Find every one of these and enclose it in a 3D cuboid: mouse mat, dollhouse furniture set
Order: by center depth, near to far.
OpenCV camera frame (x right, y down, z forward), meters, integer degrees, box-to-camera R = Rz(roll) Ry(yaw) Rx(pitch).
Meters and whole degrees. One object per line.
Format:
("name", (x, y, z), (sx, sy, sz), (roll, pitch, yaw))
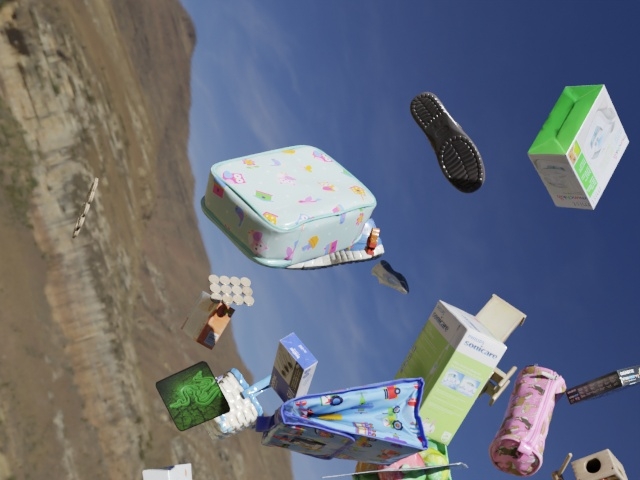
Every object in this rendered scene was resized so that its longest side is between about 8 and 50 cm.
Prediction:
("mouse mat", (-0.339, 0.413, 1.924), (0.153, 0.189, 0.007), (62, 24, -1))
("dollhouse furniture set", (0.459, 0.295, 2.042), (0.212, 0.161, 0.242), (36, -34, 23))

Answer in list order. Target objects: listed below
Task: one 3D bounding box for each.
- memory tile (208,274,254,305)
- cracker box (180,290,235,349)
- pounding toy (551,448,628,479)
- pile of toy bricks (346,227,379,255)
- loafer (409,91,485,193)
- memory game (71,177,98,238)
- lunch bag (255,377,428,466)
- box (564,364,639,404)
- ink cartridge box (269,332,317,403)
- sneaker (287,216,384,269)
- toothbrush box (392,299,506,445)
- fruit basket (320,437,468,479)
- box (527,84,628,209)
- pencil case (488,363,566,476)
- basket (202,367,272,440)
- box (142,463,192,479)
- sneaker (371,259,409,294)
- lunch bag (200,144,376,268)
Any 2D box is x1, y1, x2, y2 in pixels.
("memory tile", (-0.289, 0.162, 2.350), (0.012, 0.148, 0.113), (-57, -143, 40))
("cracker box", (-0.389, 0.270, 2.495), (0.067, 0.156, 0.232), (34, -9, -24))
("pounding toy", (0.838, 0.748, 2.300), (0.181, 0.206, 0.094), (45, 26, -34))
("pile of toy bricks", (0.072, -0.053, 1.622), (0.212, 0.118, 0.105), (-114, -142, -68))
("loafer", (0.431, -0.328, 2.403), (0.366, 0.133, 0.130), (62, 18, -1))
("memory game", (-0.667, -0.091, 2.066), (0.186, 0.012, 0.186), (-51, -154, 38))
("lunch bag", (0.024, 0.339, 1.366), (0.221, 0.293, 0.138), (118, -26, -63))
("box", (0.893, 0.441, 2.239), (0.220, 0.175, 0.051), (-45, -124, 51))
("ink cartridge box", (-0.069, 0.325, 1.781), (0.097, 0.046, 0.207), (47, -34, 26))
("sneaker", (0.000, 0.000, 1.929), (0.130, 0.329, 0.147), (13, 68, -73))
("toothbrush box", (0.303, 0.321, 1.798), (0.283, 0.122, 0.206), (-63, -165, 8))
("fruit basket", (0.196, 0.582, 1.799), (0.353, 0.326, 0.166), (45, 37, -73))
("box", (0.719, -0.258, 2.030), (0.126, 0.262, 0.231), (9, -32, 49))
("pencil case", (0.640, 0.549, 2.242), (0.160, 0.386, 0.167), (4, -59, 30))
("basket", (-0.246, 0.506, 2.355), (0.201, 0.288, 0.255), (60, -30, 13))
("box", (-0.475, 0.775, 2.284), (0.170, 0.091, 0.130), (46, 33, -70))
("sneaker", (0.231, 0.127, 2.399), (0.152, 0.061, 0.054), (43, 33, -17))
("lunch bag", (-0.055, -0.068, 1.271), (0.224, 0.279, 0.108), (39, -54, 28))
